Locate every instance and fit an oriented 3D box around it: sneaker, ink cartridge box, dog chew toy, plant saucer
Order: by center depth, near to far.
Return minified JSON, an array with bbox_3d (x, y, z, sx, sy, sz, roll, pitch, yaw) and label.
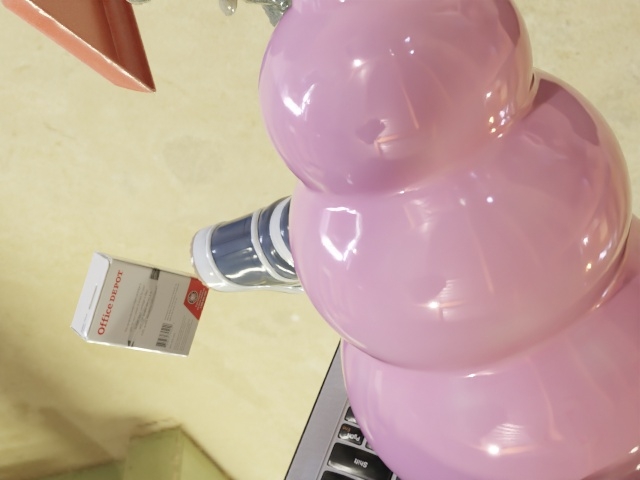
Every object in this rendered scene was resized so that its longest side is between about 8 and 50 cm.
[{"bbox_3d":[0.077,0.000,0.422,0.206,0.206,0.332,-19,122,19],"label":"dog chew toy"},{"bbox_3d":[0.000,0.000,0.888,0.153,0.099,0.282,-19,172,32],"label":"sneaker"},{"bbox_3d":[-0.212,0.076,0.925,0.135,0.099,0.056,18,180,-38],"label":"ink cartridge box"},{"bbox_3d":[-0.336,-0.334,1.023,0.048,0.259,0.258,-28,152,16],"label":"plant saucer"}]

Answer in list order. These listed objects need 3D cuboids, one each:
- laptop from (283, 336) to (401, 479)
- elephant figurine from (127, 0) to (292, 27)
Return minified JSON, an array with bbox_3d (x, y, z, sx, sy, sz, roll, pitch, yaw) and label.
[{"bbox_3d":[0.121,0.204,0.437,0.382,0.408,0.236,16,157,17],"label":"laptop"},{"bbox_3d":[-0.100,-0.194,0.441,0.169,0.239,0.186,-24,94,-2],"label":"elephant figurine"}]
